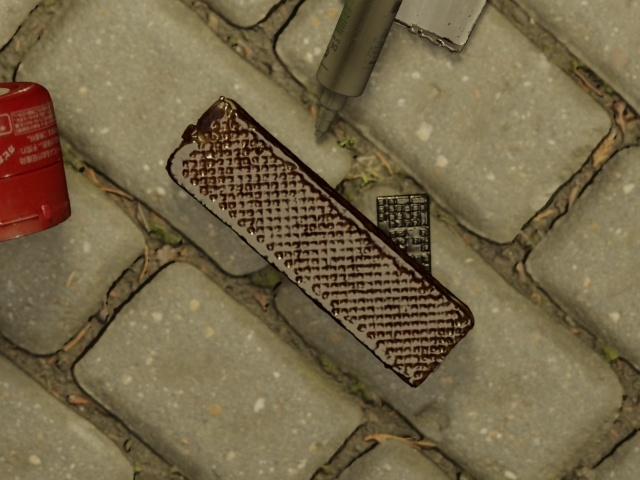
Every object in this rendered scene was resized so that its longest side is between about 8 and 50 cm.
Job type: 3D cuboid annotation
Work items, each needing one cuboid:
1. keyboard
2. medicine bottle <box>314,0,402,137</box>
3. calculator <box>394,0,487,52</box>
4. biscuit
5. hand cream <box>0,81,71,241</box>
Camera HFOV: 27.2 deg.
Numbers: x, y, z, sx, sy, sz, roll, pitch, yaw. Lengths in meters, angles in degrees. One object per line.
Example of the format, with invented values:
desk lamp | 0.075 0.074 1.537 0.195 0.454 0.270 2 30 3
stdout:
keyboard | 0.099 0.048 1.531 0.061 0.013 0.205 -3 102 -1
medicine bottle | 0.032 -0.200 1.447 0.057 0.058 0.199 21 116 -5
calculator | 0.140 -0.353 1.441 0.161 0.021 0.262 26 100 -6
biscuit | 0.000 0.000 1.480 0.388 0.073 0.107 41 99 -7
hand cream | -0.380 -0.078 1.388 0.230 0.230 0.149 -7 105 0
